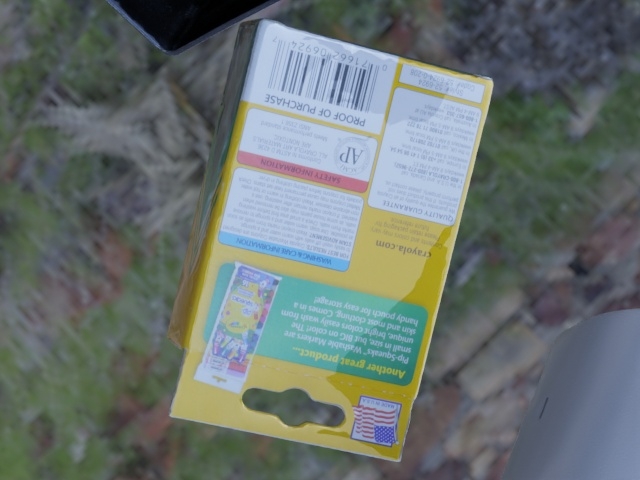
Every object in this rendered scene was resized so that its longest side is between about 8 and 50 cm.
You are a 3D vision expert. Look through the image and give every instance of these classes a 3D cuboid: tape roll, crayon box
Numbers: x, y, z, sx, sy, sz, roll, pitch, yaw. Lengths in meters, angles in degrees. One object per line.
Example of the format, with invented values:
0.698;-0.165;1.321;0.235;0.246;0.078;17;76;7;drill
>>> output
0.258;0.187;1.305;0.246;0.246;0.169;109;7;-57;tape roll
0.000;0.000;1.470;0.083;0.203;0.323;-162;-94;-74;crayon box

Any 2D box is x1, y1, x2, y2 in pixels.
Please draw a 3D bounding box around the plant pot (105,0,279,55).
-0.090;-0.269;1.252;0.187;0.188;0.167;-17;-144;57;plant pot
